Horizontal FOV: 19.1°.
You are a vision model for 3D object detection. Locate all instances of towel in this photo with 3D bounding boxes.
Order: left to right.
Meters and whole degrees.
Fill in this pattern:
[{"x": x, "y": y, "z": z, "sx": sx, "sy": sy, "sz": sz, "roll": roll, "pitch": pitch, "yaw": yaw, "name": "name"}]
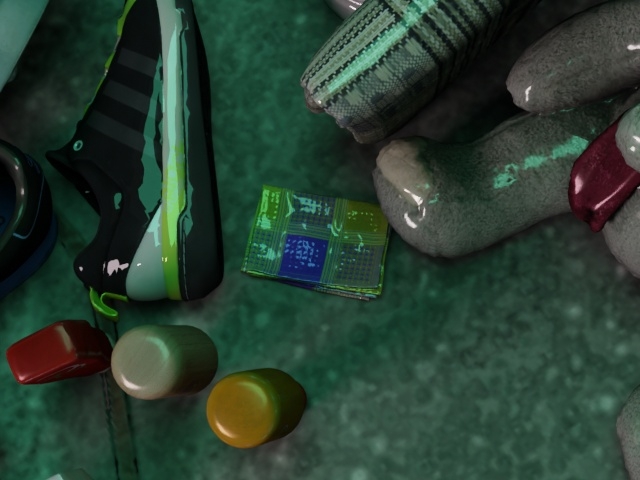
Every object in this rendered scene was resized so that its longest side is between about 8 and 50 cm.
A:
[{"x": 0.000, "y": 0.000, "z": 1.104, "sx": 0.083, "sy": 0.009, "sz": 0.060, "roll": 11, "pitch": 69, "yaw": 7, "name": "towel"}, {"x": 0.116, "y": -0.164, "z": 0.976, "sx": 0.312, "sy": 0.324, "sz": 0.056, "roll": -41, "pitch": 88, "yaw": 2, "name": "towel"}]

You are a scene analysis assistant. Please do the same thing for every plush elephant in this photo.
[{"x": 0.226, "y": -0.058, "z": 0.985, "sx": 0.330, "sy": 0.255, "sz": 0.272, "roll": -31, "pitch": 69, "yaw": -10, "name": "plush elephant"}]

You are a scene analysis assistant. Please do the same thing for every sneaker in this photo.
[{"x": -0.236, "y": 0.039, "z": 1.052, "sx": 0.081, "sy": 0.090, "sz": 0.232, "roll": 32, "pitch": 70, "yaw": 15, "name": "sneaker"}, {"x": -0.113, "y": -0.070, "z": 1.099, "sx": 0.097, "sy": 0.084, "sz": 0.235, "roll": -7, "pitch": 67, "yaw": 1, "name": "sneaker"}]

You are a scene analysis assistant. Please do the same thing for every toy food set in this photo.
[{"x": -0.128, "y": 0.106, "z": 1.038, "sx": 0.232, "sy": 0.104, "sz": 0.111, "roll": -29, "pitch": 82, "yaw": 10, "name": "toy food set"}]

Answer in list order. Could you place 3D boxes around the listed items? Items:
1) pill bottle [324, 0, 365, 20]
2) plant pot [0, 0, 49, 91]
[{"x": 0.036, "y": -0.210, "z": 1.079, "sx": 0.121, "sy": 0.216, "sz": 0.121, "roll": -1, "pitch": 66, "yaw": 2, "name": "pill bottle"}, {"x": -0.252, "y": -0.160, "z": 1.059, "sx": 0.196, "sy": 0.293, "sz": 0.293, "roll": 27, "pitch": 69, "yaw": -15, "name": "plant pot"}]
